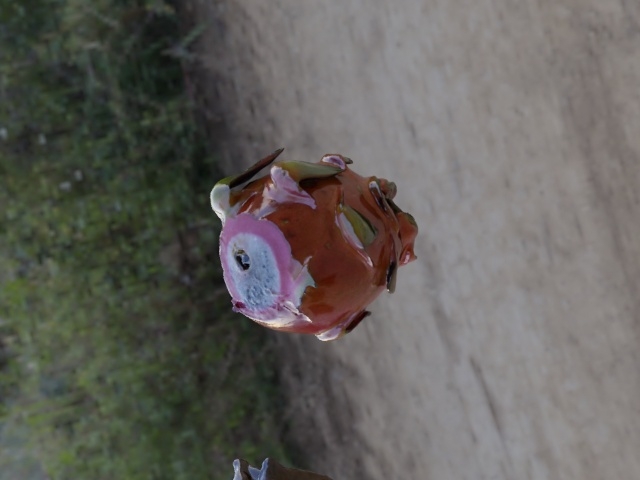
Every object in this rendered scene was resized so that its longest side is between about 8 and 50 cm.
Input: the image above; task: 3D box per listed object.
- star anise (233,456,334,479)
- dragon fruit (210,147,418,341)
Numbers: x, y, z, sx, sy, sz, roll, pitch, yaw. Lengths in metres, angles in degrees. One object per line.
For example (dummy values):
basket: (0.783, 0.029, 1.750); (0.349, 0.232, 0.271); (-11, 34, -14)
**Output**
star anise: (0.000, 0.292, 1.377); (0.220, 0.099, 0.214); (29, 153, 0)
dragon fruit: (-0.005, 0.001, 1.622); (0.224, 0.227, 0.224); (15, 118, 31)
